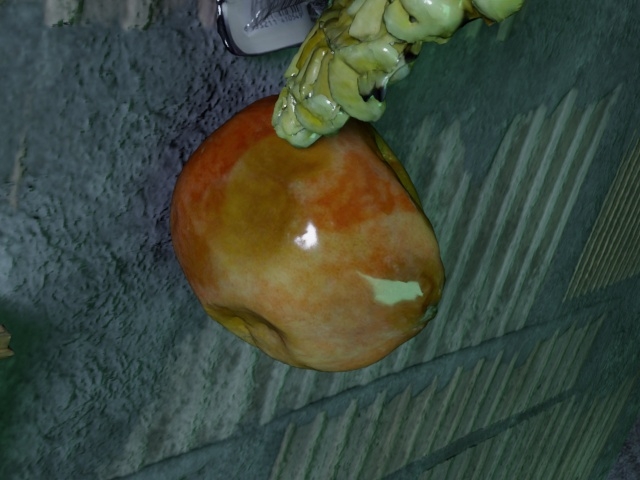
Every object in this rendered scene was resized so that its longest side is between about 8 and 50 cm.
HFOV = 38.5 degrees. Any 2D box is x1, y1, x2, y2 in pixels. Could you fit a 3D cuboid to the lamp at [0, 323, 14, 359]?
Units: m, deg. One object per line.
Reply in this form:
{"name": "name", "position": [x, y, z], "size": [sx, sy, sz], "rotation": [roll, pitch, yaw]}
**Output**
{"name": "lamp", "position": [-0.313, 0.189, 0.660], "size": [0.089, 0.090, 0.325], "rotation": [-3, 121, -50]}

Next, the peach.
{"name": "peach", "position": [0.000, 0.000, 0.755], "size": [0.214, 0.235, 0.214], "rotation": [-34, 149, -24]}

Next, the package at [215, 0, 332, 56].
{"name": "package", "position": [-0.014, -0.254, 0.703], "size": [0.166, 0.040, 0.231], "rotation": [-22, 126, -41]}

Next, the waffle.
{"name": "waffle", "position": [0.080, -0.200, 0.608], "size": [0.073, 0.317, 0.297], "rotation": [41, 61, -20]}
